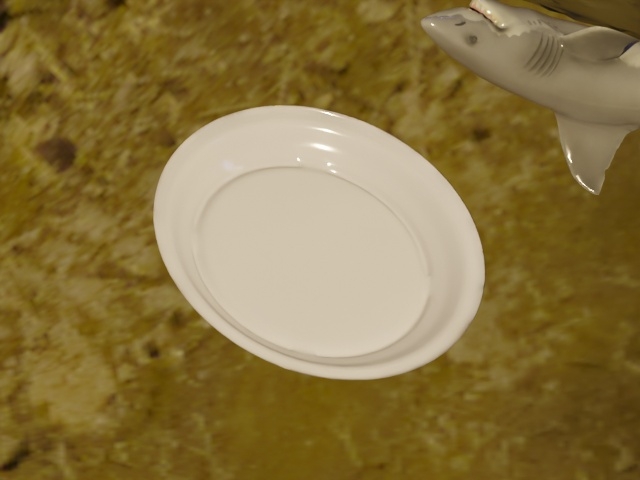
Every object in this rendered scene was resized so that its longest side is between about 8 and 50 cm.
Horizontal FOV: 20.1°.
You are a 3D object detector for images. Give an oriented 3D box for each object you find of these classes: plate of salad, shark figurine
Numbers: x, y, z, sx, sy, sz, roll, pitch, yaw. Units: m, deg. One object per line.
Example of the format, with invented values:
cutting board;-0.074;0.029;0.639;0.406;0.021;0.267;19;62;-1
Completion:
plate of salad;0.000;0.000;1.054;0.200;0.200;0.048;39;40;-11
shark figurine;0.211;-0.080;1.170;0.278;0.166;0.116;17;98;22

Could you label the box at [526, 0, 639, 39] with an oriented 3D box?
box;0.037;-0.345;0.485;0.297;0.472;0.479;22;94;14
